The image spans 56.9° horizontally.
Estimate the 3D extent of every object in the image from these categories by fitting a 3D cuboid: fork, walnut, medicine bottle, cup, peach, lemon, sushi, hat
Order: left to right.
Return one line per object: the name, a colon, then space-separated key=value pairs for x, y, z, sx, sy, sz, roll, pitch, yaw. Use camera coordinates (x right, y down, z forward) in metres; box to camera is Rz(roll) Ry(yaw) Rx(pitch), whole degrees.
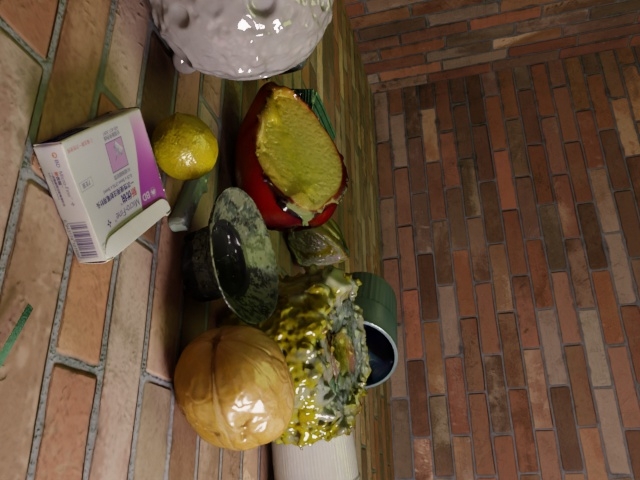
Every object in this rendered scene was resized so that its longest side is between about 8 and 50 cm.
fork: x=-0.341 y=0.159 z=0.581 sx=0.235 sy=0.021 sz=0.039 roll=-85 pitch=166 yaw=-45
medicine bottle: x=-0.294 y=-0.082 z=0.824 sx=0.201 sy=0.052 sz=0.171 roll=-63 pitch=144 yaw=-64
lemon: x=-0.228 y=-0.156 z=1.002 sx=0.133 sy=0.108 sz=0.109 roll=77 pitch=14 yaw=-47
hat: x=-0.181 y=0.038 z=1.049 sx=0.265 sy=0.128 sz=0.266 roll=-13 pitch=90 yaw=-76
walnut: x=-0.139 y=0.245 z=0.982 sx=0.193 sy=0.193 sz=0.226 roll=-79 pitch=150 yaw=-52
peach: x=-0.100 y=-0.173 z=1.365 sx=0.257 sy=0.201 sz=0.362 roll=-9 pitch=75 yaw=-41
sushi: x=-0.040 y=0.232 z=1.273 sx=0.396 sy=0.239 sz=0.352 roll=-31 pitch=116 yaw=-70
medicine bottle: x=0.001 y=0.613 z=1.307 sx=0.224 sy=0.224 sz=0.385 roll=12 pitch=71 yaw=-75
cup: x=0.133 y=0.306 z=1.924 sx=0.311 sy=0.256 sz=0.332 roll=-74 pitch=152 yaw=-61

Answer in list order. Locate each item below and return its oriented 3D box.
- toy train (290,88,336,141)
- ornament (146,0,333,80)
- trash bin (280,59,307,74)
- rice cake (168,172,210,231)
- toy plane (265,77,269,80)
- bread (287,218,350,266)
toy train: x=-0.051 y=-0.321 z=1.773 sx=0.330 sy=0.138 sz=0.178 roll=53 pitch=42 yaw=-68
ornament: x=-0.142 y=-0.455 z=1.032 sx=0.337 sy=0.336 sz=0.338 roll=-7 pitch=90 yaw=-76
trash bin: x=-0.130 y=-0.496 z=1.434 sx=0.236 sy=0.101 sz=0.177 roll=-21 pitch=107 yaw=-49
rice cake: x=-0.233 y=-0.083 z=1.082 sx=0.180 sy=0.042 sz=0.031 roll=-81 pitch=161 yaw=-46
toy plane: x=-0.122 y=-0.579 z=1.666 sx=0.155 sy=0.106 sz=0.382 roll=56 pitch=32 yaw=-28
bread: x=-0.004 y=-0.009 z=1.744 sx=0.260 sy=0.157 sz=0.157 roll=21 pitch=60 yaw=-77
